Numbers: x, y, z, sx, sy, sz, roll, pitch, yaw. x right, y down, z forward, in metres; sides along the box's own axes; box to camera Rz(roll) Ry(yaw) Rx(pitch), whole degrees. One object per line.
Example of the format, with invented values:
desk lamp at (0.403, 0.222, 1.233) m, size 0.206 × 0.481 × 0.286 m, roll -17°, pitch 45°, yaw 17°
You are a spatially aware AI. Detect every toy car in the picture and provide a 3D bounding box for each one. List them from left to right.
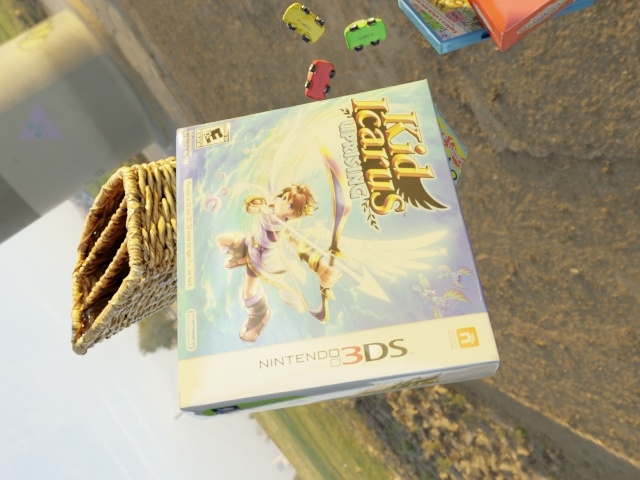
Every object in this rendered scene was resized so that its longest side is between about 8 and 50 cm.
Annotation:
toy car at (0.044, -0.472, 1.355) m, size 0.053 × 0.225 × 0.239 m, roll -101°, pitch -7°, yaw -51°

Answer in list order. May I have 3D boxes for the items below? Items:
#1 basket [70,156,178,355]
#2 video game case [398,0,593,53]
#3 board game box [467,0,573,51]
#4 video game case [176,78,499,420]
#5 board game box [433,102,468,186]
basket at (-0.331, 0.011, 0.959) m, size 0.213 × 0.223 × 0.299 m, roll 53°, pitch 131°, yaw 5°
video game case at (0.181, -0.256, 0.608) m, size 0.015 × 0.166 × 0.119 m, roll 75°, pitch 176°, yaw -48°
board game box at (0.176, -0.370, 0.491) m, size 0.316 × 0.242 × 0.064 m, roll 58°, pitch -163°, yaw 6°
video game case at (0.000, 0.000, 0.500) m, size 0.061 × 0.244 × 0.269 m, roll 73°, pitch -172°, yaw -64°
board game box at (0.087, -0.067, 0.821) m, size 0.144 × 0.275 × 0.142 m, roll -14°, pitch 129°, yaw 45°
